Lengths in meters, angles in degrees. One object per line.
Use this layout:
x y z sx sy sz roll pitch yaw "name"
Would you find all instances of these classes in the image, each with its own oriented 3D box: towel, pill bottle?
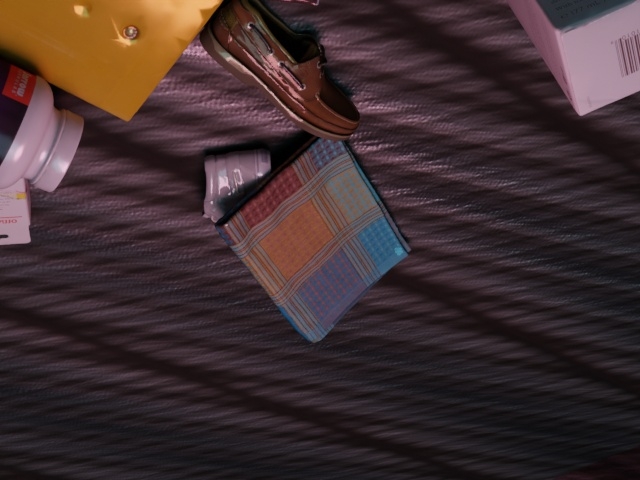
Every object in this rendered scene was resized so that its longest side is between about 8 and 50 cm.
0.000 0.000 1.776 0.271 0.040 0.370 -43 136 -8 "towel"
-0.514 -0.189 1.431 0.323 0.181 0.181 24 124 -25 "pill bottle"

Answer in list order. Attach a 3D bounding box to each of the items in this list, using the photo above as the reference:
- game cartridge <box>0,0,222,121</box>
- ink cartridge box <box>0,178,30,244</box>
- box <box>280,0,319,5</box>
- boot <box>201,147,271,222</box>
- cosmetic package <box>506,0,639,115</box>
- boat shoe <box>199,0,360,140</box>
-0.339 -0.347 1.437 0.324 0.052 0.285 28 122 -30 "game cartridge"
-0.535 -0.084 1.625 0.115 0.067 0.198 -3 132 -12 "ink cartridge box"
-0.107 -0.412 1.310 0.203 0.168 0.167 2 111 -16 "box"
-0.145 -0.047 1.751 0.123 0.095 0.258 -3 126 -3 "boot"
0.363 -0.369 1.350 0.217 0.385 0.156 -24 135 6 "cosmetic package"
-0.036 -0.261 1.545 0.307 0.110 0.104 29 122 -35 "boat shoe"
